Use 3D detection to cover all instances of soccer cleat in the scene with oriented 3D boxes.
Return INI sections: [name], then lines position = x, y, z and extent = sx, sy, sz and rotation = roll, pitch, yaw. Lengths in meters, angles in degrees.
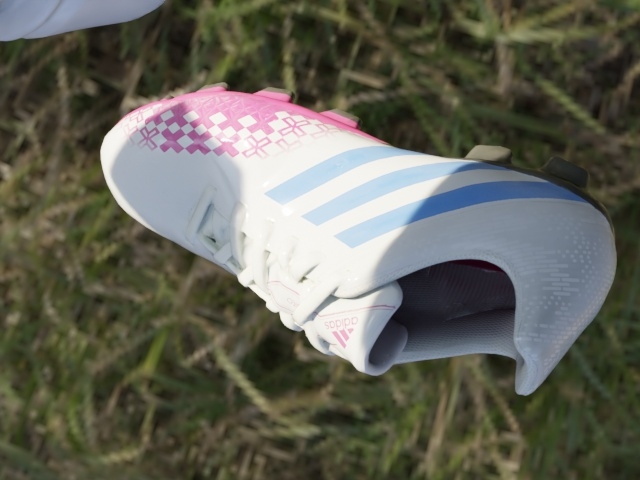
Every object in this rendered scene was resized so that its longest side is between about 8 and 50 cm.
[soccer cleat]
position = 0.000, 0.000, 1.028
extent = 0.331, 0.143, 0.116
rotation = 10, 141, 24

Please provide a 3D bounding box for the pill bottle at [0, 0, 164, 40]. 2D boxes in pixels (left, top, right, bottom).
[pill bottle]
position = -0.229, -0.135, 0.605
extent = 0.361, 0.204, 0.204
rotation = -14, 161, -35
